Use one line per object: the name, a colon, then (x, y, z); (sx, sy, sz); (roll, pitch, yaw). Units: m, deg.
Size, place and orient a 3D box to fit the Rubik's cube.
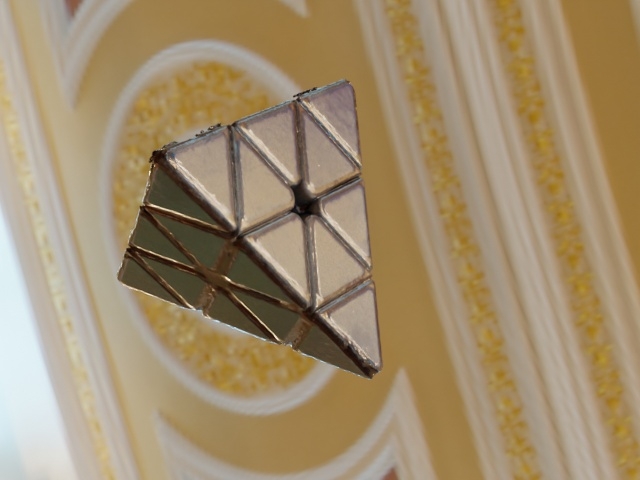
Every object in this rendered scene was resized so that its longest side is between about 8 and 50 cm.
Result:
Rubik's cube: (0.000, 0.000, 1.003); (0.178, 0.190, 0.211); (49, -20, 6)
